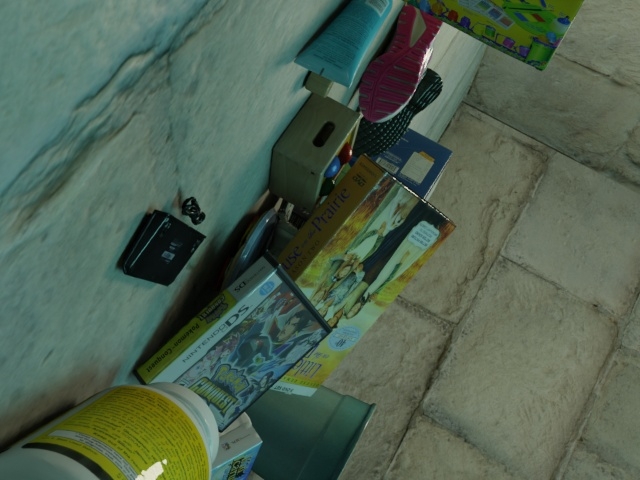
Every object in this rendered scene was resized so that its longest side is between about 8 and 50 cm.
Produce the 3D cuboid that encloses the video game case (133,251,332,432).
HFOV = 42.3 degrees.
[{"bbox_3d":[-0.116,0.164,1.237,0.248,0.035,0.275,-42,149,-5],"label":"video game case"}]

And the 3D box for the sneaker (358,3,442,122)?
[{"bbox_3d":[0.156,-0.326,1.578,0.252,0.103,0.111,-59,170,-10],"label":"sneaker"}]

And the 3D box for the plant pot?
[{"bbox_3d":[-0.078,0.490,2.142,0.341,0.334,0.341,-58,172,-13],"label":"plant pot"}]

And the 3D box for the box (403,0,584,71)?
[{"bbox_3d":[0.292,-0.457,1.291,0.177,0.290,0.279,-59,173,-13],"label":"box"}]

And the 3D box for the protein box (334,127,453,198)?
[{"bbox_3d":[0.162,-0.150,1.881,0.201,0.199,0.136,-53,169,-44],"label":"protein box"}]

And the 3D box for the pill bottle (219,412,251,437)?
[{"bbox_3d":[-0.234,0.477,1.914,0.112,0.112,0.187,-51,167,-50],"label":"pill bottle"}]

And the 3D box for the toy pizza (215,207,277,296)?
[{"bbox_3d":[-0.125,0.036,1.315,0.201,0.032,0.201,-64,176,-9],"label":"toy pizza"}]

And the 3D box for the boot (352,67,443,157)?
[{"bbox_3d":[0.145,-0.277,1.721,0.246,0.083,0.161,-40,-159,9],"label":"boot"}]

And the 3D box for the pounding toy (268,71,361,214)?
[{"bbox_3d":[0.012,-0.169,1.247,0.181,0.094,0.206,-57,172,-26],"label":"pounding toy"}]

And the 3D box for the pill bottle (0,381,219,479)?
[{"bbox_3d":[-0.230,0.268,0.899,0.188,0.187,0.334,-62,172,12],"label":"pill bottle"}]

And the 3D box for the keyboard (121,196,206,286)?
[{"bbox_3d":[-0.171,-0.002,0.944,0.108,0.023,0.180,-54,173,-3],"label":"keyboard"}]

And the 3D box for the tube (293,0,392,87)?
[{"bbox_3d":[0.041,-0.281,1.128,0.052,0.080,0.207,103,14,-48],"label":"tube"}]

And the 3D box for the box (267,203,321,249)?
[{"bbox_3d":[0.000,0.000,1.538,0.093,0.158,0.156,-63,171,15],"label":"box"}]

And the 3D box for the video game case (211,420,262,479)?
[{"bbox_3d":[-0.258,0.516,1.734,0.244,0.061,0.270,-24,151,-33],"label":"video game case"}]

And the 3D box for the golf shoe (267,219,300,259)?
[{"bbox_3d":[-0.062,0.028,1.385,0.086,0.069,0.176,-58,174,-21],"label":"golf shoe"}]

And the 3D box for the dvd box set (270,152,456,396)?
[{"bbox_3d":[0.023,0.078,1.393,0.420,0.062,0.307,-50,147,7],"label":"dvd box set"}]

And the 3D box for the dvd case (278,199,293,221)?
[{"bbox_3d":[-0.044,-0.091,1.387,0.087,0.013,0.120,85,26,-80],"label":"dvd case"}]
